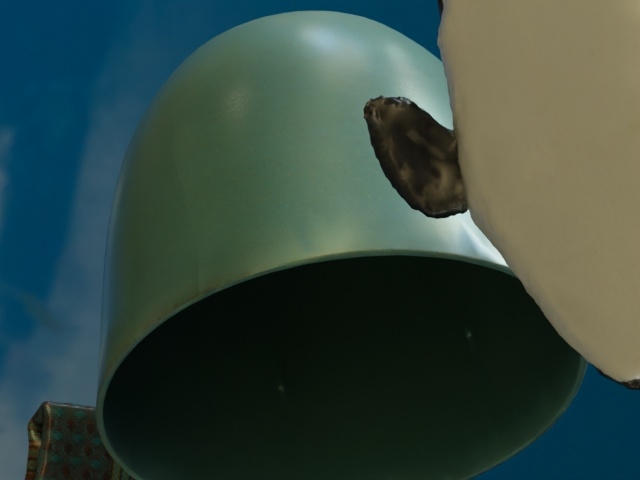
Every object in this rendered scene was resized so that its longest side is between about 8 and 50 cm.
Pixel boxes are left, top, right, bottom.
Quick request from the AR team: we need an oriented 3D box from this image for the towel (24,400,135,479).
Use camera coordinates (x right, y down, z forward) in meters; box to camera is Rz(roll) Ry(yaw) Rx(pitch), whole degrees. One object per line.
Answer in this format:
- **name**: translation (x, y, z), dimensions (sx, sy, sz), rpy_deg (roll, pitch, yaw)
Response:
- **towel**: translation (-0.056, 0.269, 1.219), dimensions (0.040, 0.370, 0.272), rpy_deg (-9, -109, 51)

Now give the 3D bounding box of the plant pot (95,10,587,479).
- **plant pot**: translation (0.000, 0.000, 1.094), dimensions (0.293, 0.293, 0.235), rpy_deg (-21, -127, 16)

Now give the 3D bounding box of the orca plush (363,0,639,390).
- **orca plush**: translation (0.086, -0.084, 0.674), dimensions (0.151, 0.102, 0.287), rpy_deg (-38, -103, 19)
